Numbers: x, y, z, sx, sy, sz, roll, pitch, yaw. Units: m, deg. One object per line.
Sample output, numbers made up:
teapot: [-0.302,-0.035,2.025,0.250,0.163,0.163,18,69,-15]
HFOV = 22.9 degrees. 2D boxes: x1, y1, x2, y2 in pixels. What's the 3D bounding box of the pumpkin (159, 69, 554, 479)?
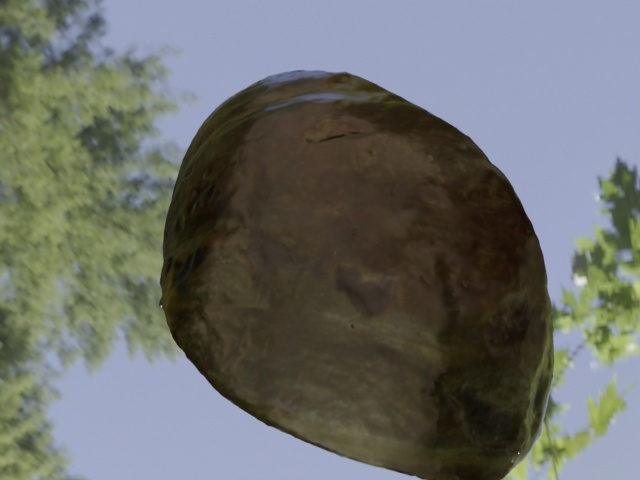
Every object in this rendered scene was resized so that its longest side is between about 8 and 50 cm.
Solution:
pumpkin: [0.000,0.000,0.917,0.312,0.169,0.148,36,-58,26]
